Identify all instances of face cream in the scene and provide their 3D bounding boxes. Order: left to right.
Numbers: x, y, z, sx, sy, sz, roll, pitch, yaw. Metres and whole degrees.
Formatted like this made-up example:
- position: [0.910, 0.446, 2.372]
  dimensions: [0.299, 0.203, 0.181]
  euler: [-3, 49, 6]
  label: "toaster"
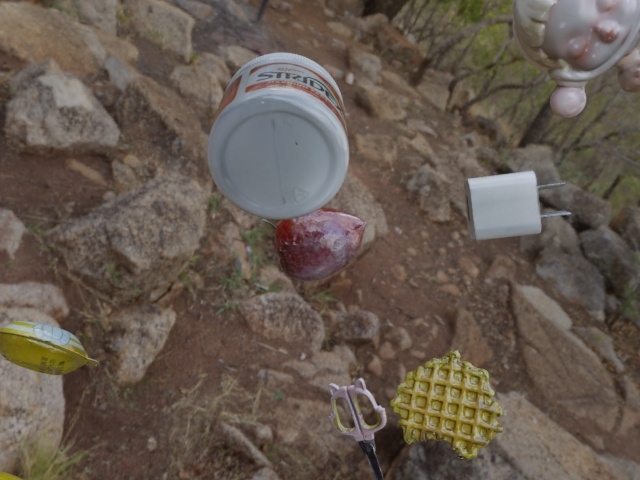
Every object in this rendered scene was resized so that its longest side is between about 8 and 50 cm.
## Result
- position: [-0.059, -0.158, 0.944]
  dimensions: [0.200, 0.201, 0.187]
  euler: [18, 32, -11]
  label: "face cream"

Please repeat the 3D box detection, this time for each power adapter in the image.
- position: [0.406, -0.075, 1.291]
  dimensions: [0.204, 0.130, 0.125]
  euler: [-6, 2, 7]
  label: "power adapter"

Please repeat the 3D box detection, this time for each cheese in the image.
- position: [-0.513, 0.173, 1.068]
  dimensions: [0.270, 0.177, 0.069]
  euler: [20, 65, -16]
  label: "cheese"

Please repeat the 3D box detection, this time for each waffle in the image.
- position: [0.324, 0.432, 1.606]
  dimensions: [0.291, 0.291, 0.051]
  euler: [35, 2, 20]
  label: "waffle"

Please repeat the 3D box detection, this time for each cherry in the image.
- position: [0.000, 0.000, 1.551]
  dimensions: [0.192, 0.249, 0.175]
  euler: [59, 21, -30]
  label: "cherry"

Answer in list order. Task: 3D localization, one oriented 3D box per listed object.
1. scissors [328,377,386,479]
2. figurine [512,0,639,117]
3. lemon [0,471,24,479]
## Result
- position: [0.113, 0.502, 1.590]
  dimensions: [0.024, 0.160, 0.318]
  euler: [-28, 101, -63]
  label: "scissors"
- position: [0.316, -0.230, 0.670]
  dimensions: [0.256, 0.182, 0.145]
  euler: [32, 55, 4]
  label: "figurine"
- position: [-0.436, 0.379, 0.784]
  dimensions: [0.202, 0.179, 0.178]
  euler: [0, 26, 12]
  label: "lemon"
